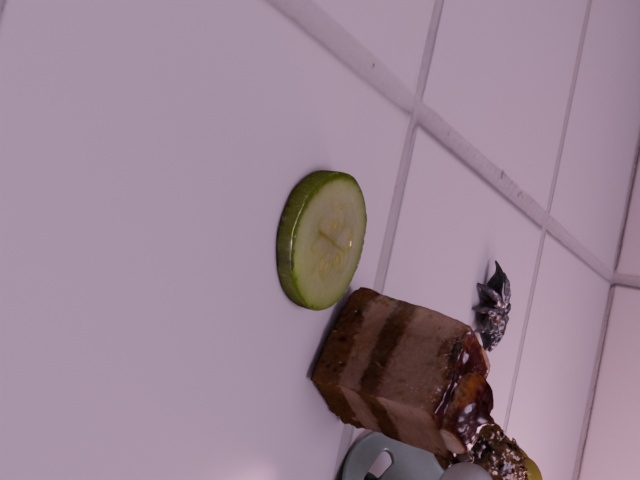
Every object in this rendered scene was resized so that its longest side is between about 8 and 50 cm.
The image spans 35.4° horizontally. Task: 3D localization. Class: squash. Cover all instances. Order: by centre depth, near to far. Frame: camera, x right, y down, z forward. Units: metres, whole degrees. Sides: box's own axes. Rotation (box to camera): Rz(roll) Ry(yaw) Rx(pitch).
[{"bbox_3d":[0.005,0.001,1.528,0.219,0.041,0.219,-27,122,-57],"label":"squash"}]

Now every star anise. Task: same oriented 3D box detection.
[{"bbox_3d":[0.407,0.161,2.320,0.180,0.061,0.204,44,59,-58],"label":"star anise"}]

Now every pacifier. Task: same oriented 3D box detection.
[{"bbox_3d":[0.196,0.470,1.738,0.288,0.343,0.269,-49,180,-42],"label":"pacifier"}]

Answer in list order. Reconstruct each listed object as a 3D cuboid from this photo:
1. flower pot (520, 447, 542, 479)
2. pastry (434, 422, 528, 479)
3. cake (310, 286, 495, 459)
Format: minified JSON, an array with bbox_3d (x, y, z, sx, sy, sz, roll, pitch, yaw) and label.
[{"bbox_3d":[0.381,0.557,2.281,0.179,0.195,0.195,17,83,-51],"label":"flower pot"},{"bbox_3d":[0.299,0.485,2.057,0.193,0.275,0.274,-167,-94,-81],"label":"pastry"},{"bbox_3d":[0.160,0.218,1.626,0.198,0.293,0.196,-60,147,-27],"label":"cake"}]
